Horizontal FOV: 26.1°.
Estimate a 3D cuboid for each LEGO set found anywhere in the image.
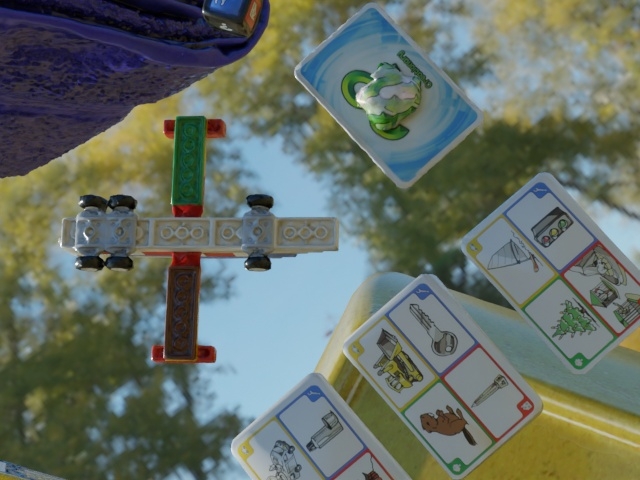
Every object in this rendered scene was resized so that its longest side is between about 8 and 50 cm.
[{"bbox_3d":[0.000,0.000,0.616,0.182,0.244,0.060,-42,-14,-2],"label":"LEGO set"}]

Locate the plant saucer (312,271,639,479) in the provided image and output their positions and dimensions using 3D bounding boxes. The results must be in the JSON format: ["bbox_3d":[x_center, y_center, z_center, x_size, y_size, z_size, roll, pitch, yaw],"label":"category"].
[{"bbox_3d":[0.076,0.182,0.609,0.333,0.332,0.081,-63,-33,-15],"label":"plant saucer"}]

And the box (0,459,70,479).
[{"bbox_3d":[-0.194,0.311,0.874,0.079,0.257,0.322,179,109,-77],"label":"box"}]

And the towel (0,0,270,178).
[{"bbox_3d":[-0.203,-0.098,0.802,0.227,0.076,0.308,12,-18,-34],"label":"towel"}]
